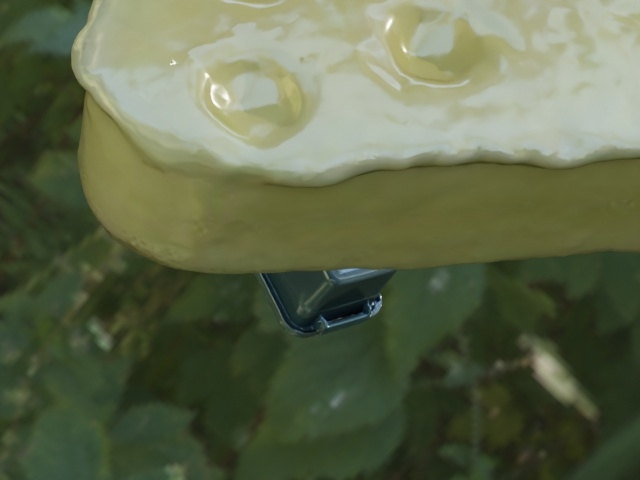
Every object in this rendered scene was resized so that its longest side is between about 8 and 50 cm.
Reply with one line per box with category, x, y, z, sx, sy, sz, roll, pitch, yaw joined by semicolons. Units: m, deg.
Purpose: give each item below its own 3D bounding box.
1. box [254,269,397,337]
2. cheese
box;0.000;0.000;1.160;0.074;0.054;0.099;-14;68;-39
cheese;0.038;-0.106;0.946;0.384;0.104;0.384;4;54;-6
